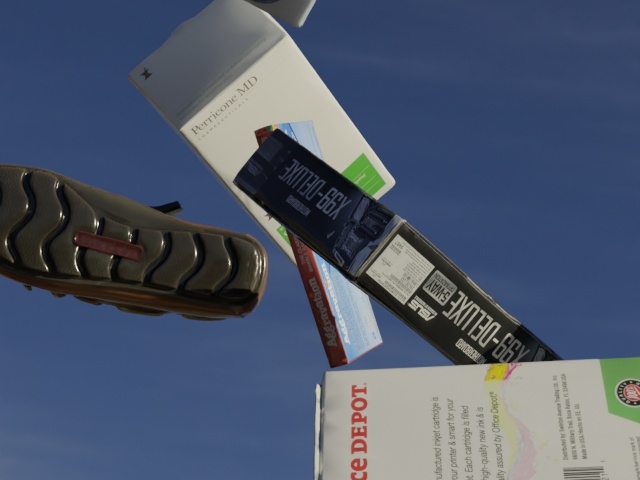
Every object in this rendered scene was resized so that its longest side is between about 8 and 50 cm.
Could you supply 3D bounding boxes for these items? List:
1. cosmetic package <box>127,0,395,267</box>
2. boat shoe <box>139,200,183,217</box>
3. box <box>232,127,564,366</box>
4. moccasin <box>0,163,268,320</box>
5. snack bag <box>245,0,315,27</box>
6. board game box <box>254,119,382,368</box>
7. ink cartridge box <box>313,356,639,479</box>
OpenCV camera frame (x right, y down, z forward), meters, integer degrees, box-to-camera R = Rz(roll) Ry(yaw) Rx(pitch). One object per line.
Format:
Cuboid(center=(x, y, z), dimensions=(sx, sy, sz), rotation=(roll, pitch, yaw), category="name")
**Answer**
Cuboid(center=(-0.074, -0.150, 2.322), dimensions=(0.197, 0.155, 0.365), rotation=(-42, -39, 0), category="cosmetic package")
Cuboid(center=(-0.261, -0.035, 2.431), dimensions=(0.133, 0.042, 0.049), rotation=(-16, -10, -4), category="boat shoe")
Cuboid(center=(0.082, 0.035, 1.690), dimensions=(0.307, 0.076, 0.242), rotation=(39, -1, -40), category="box")
Cuboid(center=(-0.248, 0.007, 1.908), dimensions=(0.380, 0.139, 0.147), rotation=(9, -17, -10), category="moccasin")
Cuboid(center=(-0.116, -0.415, 1.863), dimensions=(0.343, 0.037, 0.323), rotation=(24, -47, -6), category="snack bag")
Cuboid(center=(0.000, 0.000, 1.975), dimensions=(0.027, 0.281, 0.145), rotation=(-18, 0, 18), category="board game box")
Cuboid(center=(0.138, 0.195, 1.255), dimensions=(0.278, 0.201, 0.117), rotation=(-3, -54, 4), category="ink cartridge box")
